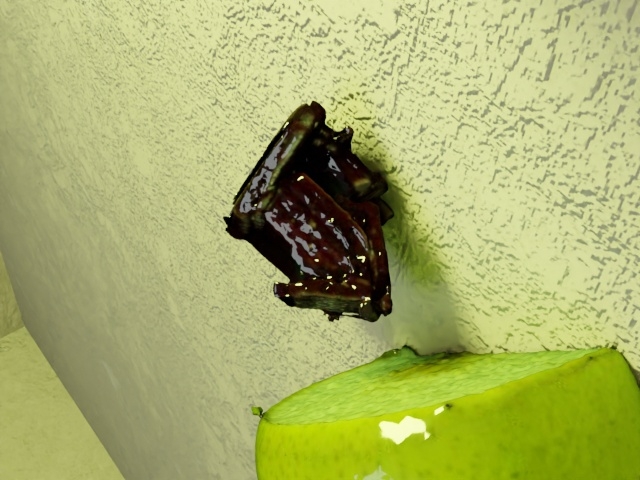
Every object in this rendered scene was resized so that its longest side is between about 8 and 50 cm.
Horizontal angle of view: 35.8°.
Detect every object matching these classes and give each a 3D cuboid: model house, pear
[{"bbox_3d":[0.005,-0.007,0.847,0.164,0.141,0.203,38,176,-1],"label":"model house"},{"bbox_3d":[0.100,0.247,0.762,0.342,0.238,0.318,-17,92,66],"label":"pear"}]
